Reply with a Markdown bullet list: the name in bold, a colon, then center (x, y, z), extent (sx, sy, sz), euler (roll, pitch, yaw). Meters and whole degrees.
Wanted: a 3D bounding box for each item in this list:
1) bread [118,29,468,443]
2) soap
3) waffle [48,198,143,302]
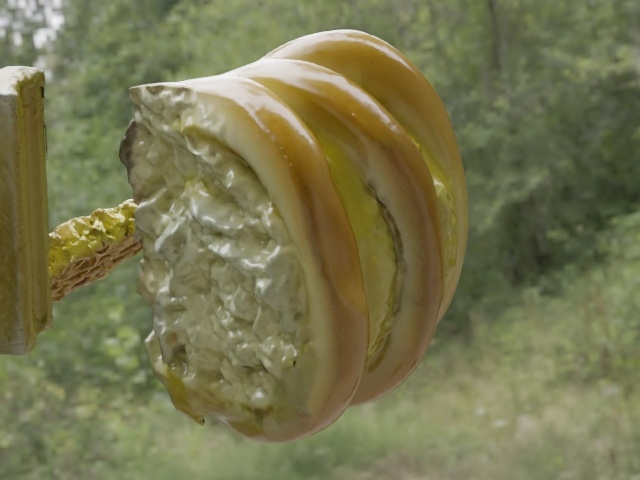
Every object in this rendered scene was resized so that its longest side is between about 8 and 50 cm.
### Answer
- **bread**: center (0.000, 0.000, 1.331), extent (0.270, 0.315, 0.211), euler (-16, 23, -35)
- **soap**: center (-0.399, -0.034, 1.813), extent (0.199, 0.315, 0.091), euler (5, 24, 5)
- **waffle**: center (-0.297, 0.015, 2.167), extent (0.219, 0.057, 0.229), euler (-26, -8, -39)
